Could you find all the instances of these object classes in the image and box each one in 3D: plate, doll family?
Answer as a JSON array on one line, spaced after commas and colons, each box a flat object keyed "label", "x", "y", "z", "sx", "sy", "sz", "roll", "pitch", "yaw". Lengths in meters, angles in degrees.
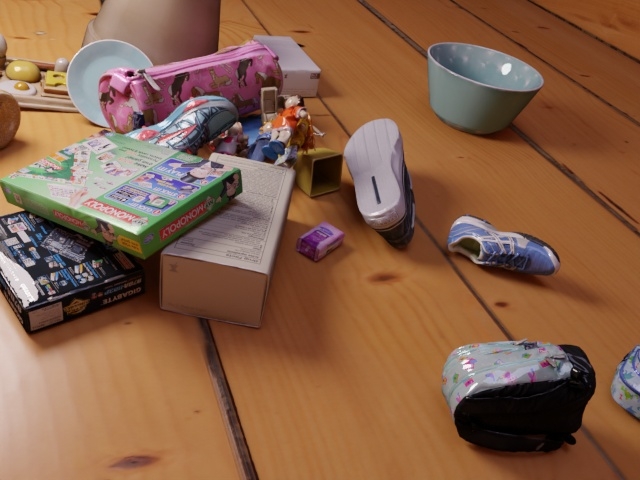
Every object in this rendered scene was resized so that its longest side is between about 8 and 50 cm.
[{"label": "plate", "x": -0.441, "y": -0.332, "z": 1.334, "sx": 0.188, "sy": 0.188, "sz": 0.024, "roll": -2, "pitch": 2, "yaw": -19}, {"label": "doll family", "x": -0.099, "y": -0.184, "z": 1.212, "sx": 0.263, "sy": 0.118, "sz": 0.163, "roll": -11, "pitch": 45, "yaw": 39}]

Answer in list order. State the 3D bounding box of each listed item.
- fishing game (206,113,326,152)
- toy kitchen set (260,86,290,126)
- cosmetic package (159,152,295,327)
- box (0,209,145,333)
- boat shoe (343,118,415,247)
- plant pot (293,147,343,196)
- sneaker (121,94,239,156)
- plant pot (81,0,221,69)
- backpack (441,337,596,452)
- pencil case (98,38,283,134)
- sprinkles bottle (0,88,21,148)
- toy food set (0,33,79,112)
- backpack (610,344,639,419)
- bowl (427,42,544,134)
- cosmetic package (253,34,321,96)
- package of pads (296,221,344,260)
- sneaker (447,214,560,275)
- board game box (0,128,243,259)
[{"label": "fishing game", "x": -0.140, "y": -0.236, "z": 1.388, "sx": 0.264, "sy": 0.041, "sz": 0.189, "roll": -16, "pitch": 36, "yaw": -25}, {"label": "toy kitchen set", "x": -0.086, "y": -0.280, "z": 1.347, "sx": 0.068, "sy": 0.083, "sz": 0.075, "roll": -10, "pitch": 37, "yaw": -18}, {"label": "cosmetic package", "x": -0.141, "y": -0.014, "z": 1.020, "sx": 0.160, "sy": 0.113, "sz": 0.309, "roll": 12, "pitch": 36, "yaw": -1}, {"label": "box", "x": -0.395, "y": 0.026, "z": 0.938, "sx": 0.175, "sy": 0.051, "sz": 0.220, "roll": -21, "pitch": 47, "yaw": -37}, {"label": "boat shoe", "x": 0.120, "y": -0.115, "z": 1.247, "sx": 0.121, "sy": 0.119, "sz": 0.335, "roll": -16, "pitch": 41, "yaw": 17}, {"label": "plant pot", "x": -0.013, "y": -0.147, "z": 1.275, "sx": 0.081, "sy": 0.081, "sz": 0.083, "roll": -18, "pitch": 35, "yaw": -35}, {"label": "sneaker", "x": -0.260, "y": -0.172, "z": 1.180, "sx": 0.262, "sy": 0.104, "sz": 0.125, "roll": -30, "pitch": 59, "yaw": -5}, {"label": "plant pot", "x": -0.360, "y": -0.522, "z": 1.451, "sx": 0.323, "sy": 0.280, "sz": 0.323, "roll": 20, "pitch": 31, "yaw": -13}, {"label": "backpack", "x": 0.257, "y": 0.204, "z": 0.841, "sx": 0.182, "sy": 0.152, "sz": 0.115, "roll": -4, "pitch": 32, "yaw": -2}, {"label": "pencil case", "x": -0.262, "y": -0.317, "z": 1.322, "sx": 0.386, "sy": 0.160, "sz": 0.167, "roll": -26, "pitch": 19, "yaw": -37}, {"label": "sprinkles bottle", "x": -0.751, "y": -0.283, "z": 1.189, "sx": 0.355, "sy": 0.121, "sz": 0.121, "roll": 22, "pitch": 37, "yaw": 12}, {"label": "toy food set", "x": -0.626, "y": -0.381, "z": 1.372, "sx": 0.306, "sy": 0.092, "sz": 0.219, "roll": 2, "pitch": 37, "yaw": -22}, {"label": "backpack", "x": 0.499, "y": 0.212, "z": 0.938, "sx": 0.105, "sy": 0.084, "sz": 0.114, "roll": 33, "pitch": 43, "yaw": 29}, {"label": "bowl", "x": 0.415, "y": -0.395, "z": 1.670, "sx": 0.312, "sy": 0.163, "sz": 0.311, "roll": 8, "pitch": 37, "yaw": -6}, {"label": "cosmetic package", "x": -0.098, "y": -0.471, "z": 1.682, "sx": 0.117, "sy": 0.085, "sz": 0.231, "roll": -5, "pitch": 41, "yaw": -23}, {"label": "package of pads", "x": 0.000, "y": 0.000, "z": 1.114, "sx": 0.050, "sy": 0.032, "sz": 0.083, "roll": 28, "pitch": 38, "yaw": 25}, {"label": "sneaker", "x": 0.333, "y": 0.025, "z": 1.157, "sx": 0.211, "sy": 0.080, "sz": 0.081, "roll": 20, "pitch": 41, "yaw": 26}, {"label": "board game box", "x": -0.312, "y": -0.086, "z": 0.978, "sx": 0.317, "sy": 0.046, "sz": 0.213, "roll": 19, "pitch": 41, "yaw": 29}]
